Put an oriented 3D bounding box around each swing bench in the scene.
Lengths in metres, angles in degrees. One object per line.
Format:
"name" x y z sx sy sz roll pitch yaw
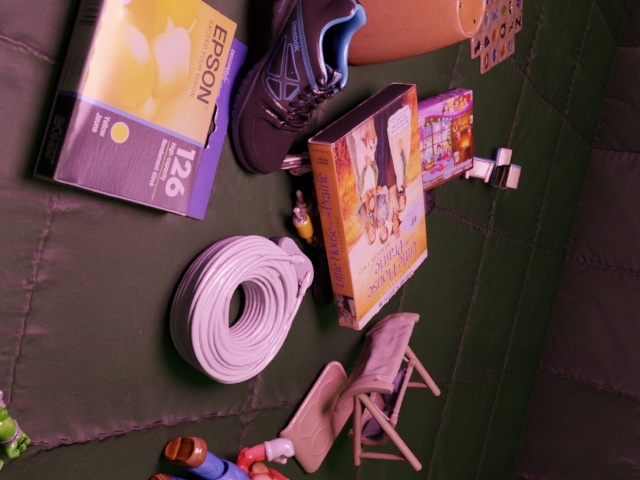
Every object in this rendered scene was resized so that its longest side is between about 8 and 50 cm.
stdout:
"swing bench" 0.151 0.341 1.454 0.253 0.165 0.255 -55 132 -52

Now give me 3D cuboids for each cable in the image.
"cable" -0.144 0.115 1.096 0.257 0.089 0.257 30 78 -53
"cable" 0.000 0.000 1.302 0.287 0.072 0.139 85 29 -44

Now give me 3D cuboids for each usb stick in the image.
"usb stick" 0.253 -0.193 1.568 0.077 0.045 0.278 -44 134 -46

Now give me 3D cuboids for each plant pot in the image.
"plant pot" 0.170 -0.444 1.191 0.237 0.254 0.237 -24 121 -48

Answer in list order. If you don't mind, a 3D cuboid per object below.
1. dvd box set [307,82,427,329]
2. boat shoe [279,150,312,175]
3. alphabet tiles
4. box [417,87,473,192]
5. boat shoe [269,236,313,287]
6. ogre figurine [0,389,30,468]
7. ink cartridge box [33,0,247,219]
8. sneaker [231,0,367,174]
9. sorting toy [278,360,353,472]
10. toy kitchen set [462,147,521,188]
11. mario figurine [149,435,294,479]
"dvd box set" 0.114 -0.069 1.293 0.307 0.062 0.420 -40 133 -40
"boat shoe" -0.036 -0.143 1.191 0.137 0.049 0.043 -19 118 -55
"alphabet tiles" 0.501 -0.643 1.781 0.342 0.011 0.285 -37 130 -41
"box" 0.239 -0.217 1.467 0.293 0.057 0.201 -26 122 -29
"boat shoe" -0.055 0.039 1.229 0.049 0.040 0.142 -55 139 -25
"ogre figurine" -0.435 0.251 0.741 0.197 0.097 0.118 -9 121 -40
"ink cartridge box" -0.221 -0.196 0.904 0.307 0.072 0.304 15 89 -53
"sneaker" -0.041 -0.250 1.023 0.125 0.139 0.341 -12 130 -51
"sorting toy" -0.001 0.400 1.436 0.208 0.038 0.193 -50 137 -26
"toy kitchen set" 0.492 -0.228 1.868 0.207 0.166 0.122 -91 -168 -85
"mario figurine" -0.140 0.455 1.139 0.198 0.170 0.320 -42 135 11
